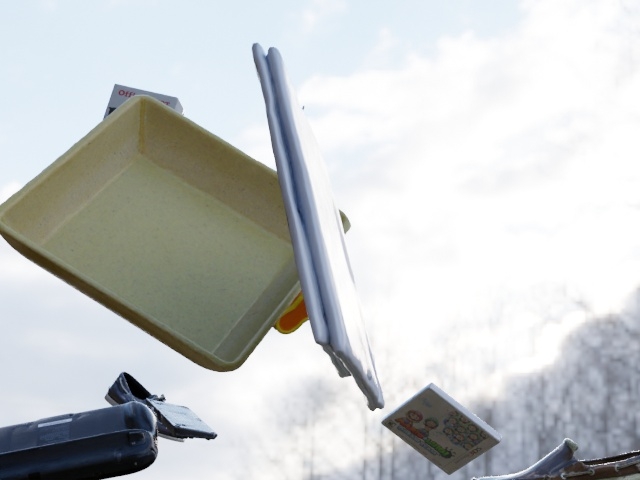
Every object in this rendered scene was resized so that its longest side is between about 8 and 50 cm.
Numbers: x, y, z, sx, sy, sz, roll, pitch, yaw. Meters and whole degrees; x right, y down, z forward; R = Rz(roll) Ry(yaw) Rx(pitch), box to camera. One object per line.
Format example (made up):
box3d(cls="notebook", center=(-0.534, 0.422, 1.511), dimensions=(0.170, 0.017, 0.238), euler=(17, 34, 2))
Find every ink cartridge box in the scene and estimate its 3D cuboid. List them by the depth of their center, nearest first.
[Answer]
box3d(cls="ink cartridge box", center=(-0.333, -0.183, 2.387), dimensions=(0.127, 0.175, 0.072), euler=(13, -14, 9))

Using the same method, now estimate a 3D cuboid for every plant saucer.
box3d(cls="plant saucer", center=(-0.176, 0.000, 1.594), dimensions=(0.333, 0.333, 0.081), euler=(32, -48, 7))

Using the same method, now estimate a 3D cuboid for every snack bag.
box3d(cls="snack bag", center=(0.000, 0.000, 1.384), dimensions=(0.037, 0.323, 0.342), euler=(-15, -18, 4))

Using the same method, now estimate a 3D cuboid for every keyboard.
box3d(cls="keyboard", center=(-0.245, 0.295, 2.175), dimensions=(0.108, 0.023, 0.180), euler=(15, 1, -23))

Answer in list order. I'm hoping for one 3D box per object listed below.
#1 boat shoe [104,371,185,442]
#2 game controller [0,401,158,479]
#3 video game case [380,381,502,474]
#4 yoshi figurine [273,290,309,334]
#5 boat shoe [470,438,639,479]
box3d(cls="boat shoe", center=(-0.317, 0.306, 2.428), dimensions=(0.206, 0.065, 0.075), euler=(27, 2, 38))
box3d(cls="game controller", center=(-0.412, 0.328, 2.058), dimensions=(0.319, 0.067, 0.166), euler=(-10, 19, -4))
box3d(cls="video game case", center=(0.203, 0.320, 2.233), dimensions=(0.157, 0.019, 0.143), euler=(38, -47, -9))
box3d(cls="yoshi figurine", center=(-0.108, -0.003, 2.296), dimensions=(0.203, 0.362, 0.203), euler=(-9, -60, -19))
box3d(cls="boat shoe", center=(0.317, 0.306, 1.725), dimensions=(0.258, 0.095, 0.095), euler=(2, -3, -9))
